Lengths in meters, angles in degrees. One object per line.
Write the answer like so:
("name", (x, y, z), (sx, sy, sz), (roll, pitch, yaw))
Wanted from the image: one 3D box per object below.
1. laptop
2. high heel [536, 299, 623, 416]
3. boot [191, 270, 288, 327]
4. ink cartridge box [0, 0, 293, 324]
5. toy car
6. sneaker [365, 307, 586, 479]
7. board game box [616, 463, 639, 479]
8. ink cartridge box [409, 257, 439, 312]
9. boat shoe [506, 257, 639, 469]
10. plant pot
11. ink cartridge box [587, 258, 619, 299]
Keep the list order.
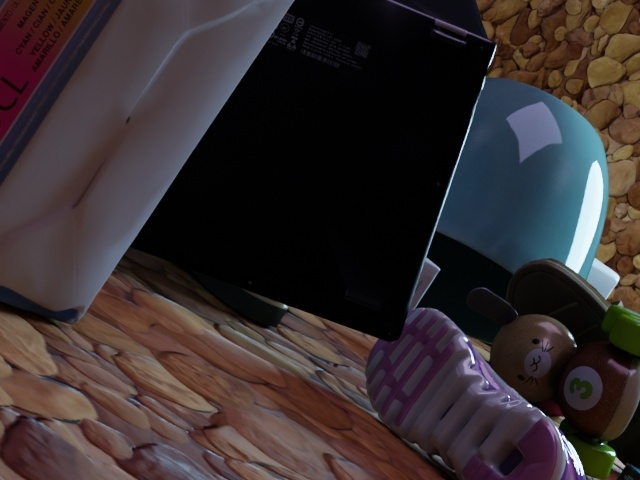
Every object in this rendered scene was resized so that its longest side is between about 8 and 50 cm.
("laptop", (-0.076, -0.165, 1.490), (0.382, 0.408, 0.236), (21, -9, -13))
("high heel", (0.350, 0.189, 2.076), (0.181, 0.127, 0.377), (63, 25, -1))
("boot", (-0.074, -0.030, 1.538), (0.198, 0.137, 0.077), (34, 7, 29))
("ink cartridge box", (-0.248, -0.163, 1.151), (0.395, 0.270, 0.151), (35, 2, 34))
("toy car", (0.219, 0.122, 1.740), (0.188, 0.155, 0.149), (22, 6, 1))
("sneaker", (0.126, 0.144, 1.383), (0.104, 0.095, 0.236), (34, 7, -43))
("board game box", (0.393, 0.290, 1.752), (0.186, 0.026, 0.126), (28, 7, -25))
("ink cartridge box", (0.000, 0.000, 1.861), (0.212, 0.093, 0.154), (31, 5, -16))
("boat shoe", (0.307, 0.140, 1.870), (0.307, 0.111, 0.104), (53, 27, -6))
("plant pot", (0.201, -0.045, 2.061), (0.293, 0.235, 0.293), (27, -19, 10))
("ink cartridge box", (0.156, -0.012, 2.346), (0.395, 0.166, 0.285), (30, 6, -15))
